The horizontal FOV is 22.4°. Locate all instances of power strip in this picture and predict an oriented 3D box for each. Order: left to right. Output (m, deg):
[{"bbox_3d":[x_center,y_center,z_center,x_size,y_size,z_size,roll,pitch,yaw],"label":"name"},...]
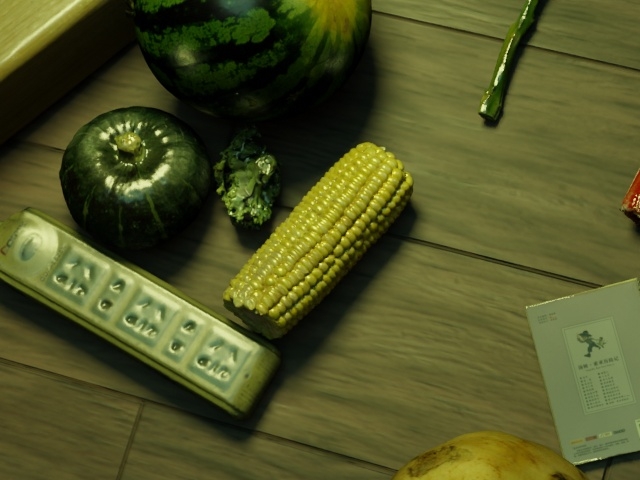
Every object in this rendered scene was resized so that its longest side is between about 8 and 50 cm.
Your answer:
[{"bbox_3d":[-0.224,0.067,1.770,0.387,0.066,0.092,28,78,15],"label":"power strip"}]

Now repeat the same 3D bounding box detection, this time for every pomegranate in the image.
[{"bbox_3d":[0.168,0.312,1.561,0.260,0.260,0.260,-2,74,8],"label":"pomegranate"}]

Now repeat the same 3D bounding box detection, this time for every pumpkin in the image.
[{"bbox_3d":[-0.205,-0.070,1.774,0.167,0.125,0.167,-3,78,13],"label":"pumpkin"}]

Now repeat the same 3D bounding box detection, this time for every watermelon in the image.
[{"bbox_3d":[-0.072,-0.256,1.740,0.269,0.269,0.269,-2,74,8],"label":"watermelon"}]

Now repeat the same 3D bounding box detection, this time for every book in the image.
[{"bbox_3d":[0.297,0.139,1.701,0.127,0.014,0.182,-14,73,4],"label":"book"}]

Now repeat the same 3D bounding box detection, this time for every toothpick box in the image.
[{"bbox_3d":[-0.350,-0.234,1.818,0.308,0.190,0.187,-39,73,-9],"label":"toothpick box"}]

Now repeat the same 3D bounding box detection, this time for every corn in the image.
[{"bbox_3d":[0.000,0.000,1.734,0.093,0.093,0.244,39,77,16],"label":"corn"}]

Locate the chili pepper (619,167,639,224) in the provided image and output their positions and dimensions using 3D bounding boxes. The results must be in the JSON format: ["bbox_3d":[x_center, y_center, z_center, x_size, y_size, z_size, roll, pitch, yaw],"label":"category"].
[{"bbox_3d":[0.379,-0.066,1.720,0.073,0.070,0.123,20,79,58],"label":"chili pepper"}]

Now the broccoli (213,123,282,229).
[{"bbox_3d":[-0.078,-0.069,1.775,0.095,0.092,0.097,44,68,-4],"label":"broccoli"}]

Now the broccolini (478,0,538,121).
[{"bbox_3d":[0.236,-0.249,1.816,0.057,0.071,0.254,24,84,-28],"label":"broccolini"}]
